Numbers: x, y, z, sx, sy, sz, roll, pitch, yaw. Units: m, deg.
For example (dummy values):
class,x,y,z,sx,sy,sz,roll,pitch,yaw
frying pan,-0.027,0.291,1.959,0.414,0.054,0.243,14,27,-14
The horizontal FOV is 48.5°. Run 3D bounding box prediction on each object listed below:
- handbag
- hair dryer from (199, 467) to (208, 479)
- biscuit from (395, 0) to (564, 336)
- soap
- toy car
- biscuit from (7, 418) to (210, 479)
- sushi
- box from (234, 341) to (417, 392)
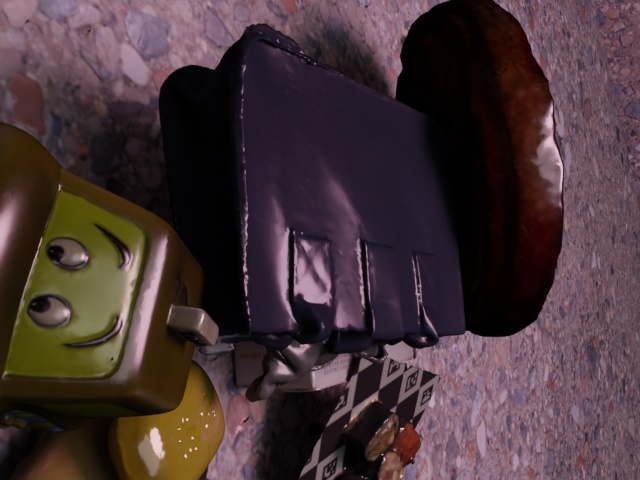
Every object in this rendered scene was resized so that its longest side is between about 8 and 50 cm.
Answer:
class,x,y,z,sx,sy,sz,roll,pitch,yaw
handbag,0.010,-0.004,0.616,0.326,0.118,0.269,11,70,-50
hair dryer,-0.101,0.211,0.574,0.083,0.026,0.047,-90,157,-48
biscuit,0.164,-0.082,0.862,0.407,0.091,0.407,170,-90,-83
soap,-0.113,0.146,0.551,0.140,0.045,0.089,-50,124,-70
toy car,-0.161,0.034,0.415,0.248,0.198,0.204,78,21,-70
biscuit,-0.158,0.257,0.521,0.237,0.062,0.290,65,25,-23
sushi,0.066,0.246,0.795,0.231,0.047,0.219,29,88,-56
box,0.000,0.000,0.784,0.200,0.106,0.299,-1,85,-54
